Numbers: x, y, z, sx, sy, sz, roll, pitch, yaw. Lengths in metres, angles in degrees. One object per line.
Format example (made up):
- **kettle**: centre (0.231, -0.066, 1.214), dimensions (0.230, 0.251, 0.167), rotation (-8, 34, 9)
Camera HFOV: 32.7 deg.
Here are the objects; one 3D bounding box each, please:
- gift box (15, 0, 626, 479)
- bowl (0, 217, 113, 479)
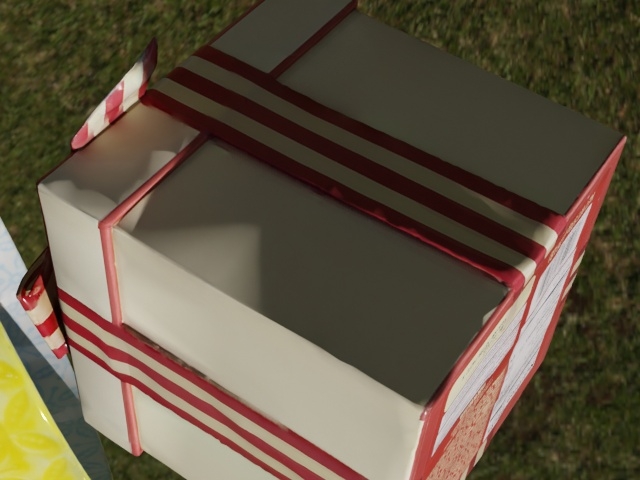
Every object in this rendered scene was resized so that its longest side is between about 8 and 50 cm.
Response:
- **gift box**: centre (0.000, 0.000, 0.630), dimensions (0.258, 0.255, 0.276), rotation (28, 138, 20)
- **bowl**: centre (-0.261, 0.075, 0.700), dimensions (0.156, 0.289, 0.289), rotation (-26, 119, -10)
